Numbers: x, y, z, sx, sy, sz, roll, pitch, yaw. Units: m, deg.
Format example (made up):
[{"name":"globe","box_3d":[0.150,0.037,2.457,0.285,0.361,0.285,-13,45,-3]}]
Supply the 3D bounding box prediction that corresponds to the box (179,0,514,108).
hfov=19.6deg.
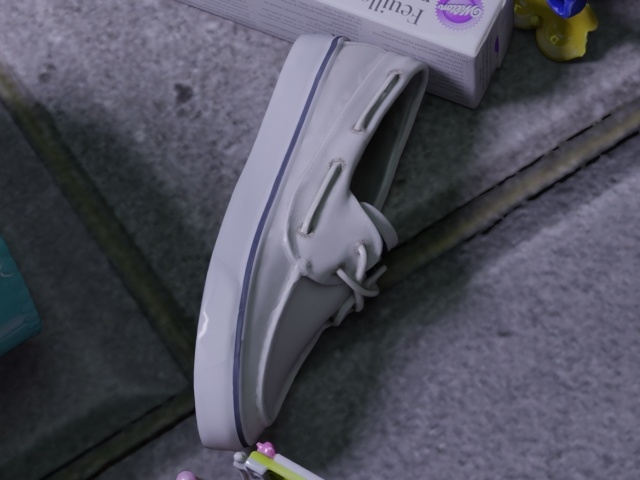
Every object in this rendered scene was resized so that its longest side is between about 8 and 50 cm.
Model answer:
[{"name":"box","box_3d":[-0.038,-0.174,1.154,0.324,0.067,0.063,21,68,16]}]

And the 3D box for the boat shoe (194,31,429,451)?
[{"name":"boat shoe","box_3d":[0.000,0.000,1.053,0.088,0.096,0.267,9,57,15]}]

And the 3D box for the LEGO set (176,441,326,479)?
[{"name":"LEGO set","box_3d":[-0.062,0.167,0.965,0.287,0.107,0.132,6,65,9]}]

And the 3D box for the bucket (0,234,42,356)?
[{"name":"bucket","box_3d":[-0.285,-0.015,0.996,0.183,0.281,0.281,-29,65,-12]}]

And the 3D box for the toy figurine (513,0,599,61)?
[{"name":"toy figurine","box_3d":[0.225,-0.215,1.088,0.217,0.191,0.362,-40,68,-19]}]
